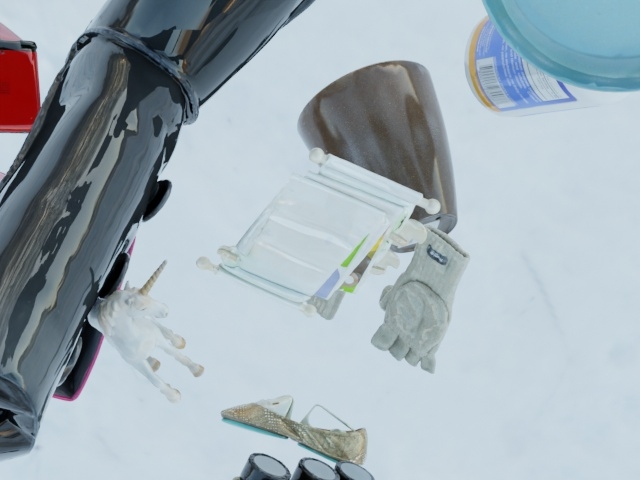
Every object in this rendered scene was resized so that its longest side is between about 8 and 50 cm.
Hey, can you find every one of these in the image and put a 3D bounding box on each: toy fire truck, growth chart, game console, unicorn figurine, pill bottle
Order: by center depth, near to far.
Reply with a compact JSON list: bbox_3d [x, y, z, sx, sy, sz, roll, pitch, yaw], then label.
[{"bbox_3d":[-0.136,0.067,0.989,0.111,0.162,0.060,47,66,-29],"label":"unicorn figurine"},{"bbox_3d":[-0.338,-0.153,1.200,0.144,0.085,0.124,-2,86,-37],"label":"game console"},{"bbox_3d":[0.000,0.000,1.401,0.172,0.237,0.021,29,39,-21],"label":"growth chart"},{"bbox_3d":[0.009,0.391,1.576,0.246,0.217,0.158,41,111,47],"label":"toy fire truck"},{"bbox_3d":[0.331,-0.248,1.744,0.152,0.272,0.152,1,88,-35],"label":"pill bottle"}]

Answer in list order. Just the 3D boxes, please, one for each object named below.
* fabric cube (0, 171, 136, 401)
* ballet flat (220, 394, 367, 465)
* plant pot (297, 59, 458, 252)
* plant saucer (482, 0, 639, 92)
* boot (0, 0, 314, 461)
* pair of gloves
[{"bbox_3d":[-0.423,0.053,1.873,0.259,0.258,0.254,20,91,-12],"label":"fabric cube"},{"bbox_3d":[-0.031,0.246,1.785,0.206,0.073,0.067,21,83,-6],"label":"ballet flat"},{"bbox_3d":[0.105,-0.105,1.928,0.215,0.215,0.230,-20,67,-4],"label":"plant pot"},{"bbox_3d":[0.320,-0.311,1.389,0.317,0.044,0.317,3,118,5],"label":"plant saucer"},{"bbox_3d":[-0.152,-0.070,0.946,0.146,0.367,0.445,34,52,-8],"label":"boot"},{"bbox_3d":[0.077,0.039,1.682,0.240,0.042,0.204,33,124,30],"label":"pair of gloves"}]
